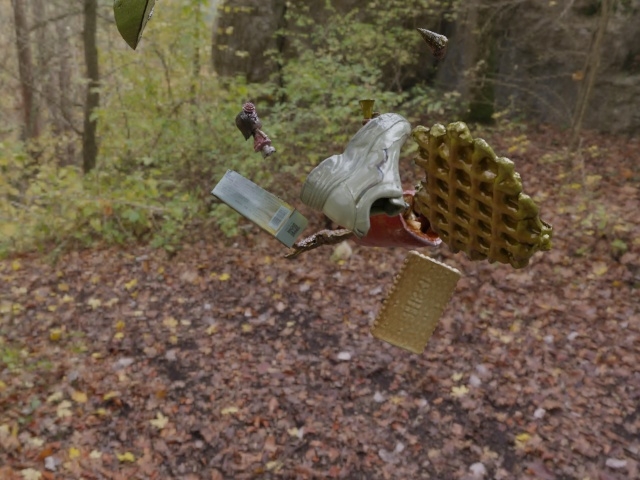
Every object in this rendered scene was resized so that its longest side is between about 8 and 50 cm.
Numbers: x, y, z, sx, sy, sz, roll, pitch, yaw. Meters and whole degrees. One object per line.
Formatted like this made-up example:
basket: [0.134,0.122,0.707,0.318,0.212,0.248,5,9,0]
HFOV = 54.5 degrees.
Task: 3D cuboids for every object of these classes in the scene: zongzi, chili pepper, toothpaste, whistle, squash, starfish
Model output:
zongzi: [0.268,-0.479,1.511,0.083,0.040,0.076,26,-6,10]
chili pepper: [0.229,-0.089,1.978,0.305,0.229,0.251,-1,-32,48]
toothpaste: [-0.156,-0.085,1.522,0.312,0.089,0.071,33,-3,45]
whistle: [0.137,-0.321,1.660,0.057,0.109,0.046,-10,3,-19]
squash: [-0.420,-0.567,1.417,0.085,0.184,0.192,18,60,-15]
starfish: [-0.001,-0.001,1.671,0.240,0.043,0.227,-25,-13,21]

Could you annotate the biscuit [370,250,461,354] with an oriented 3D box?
biscuit: [0.244,0.161,1.603,0.160,0.250,0.030,23,8,-9]

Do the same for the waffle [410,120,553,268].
waffle: [0.231,-0.065,0.979,0.051,0.291,0.291,-42,46,-21]

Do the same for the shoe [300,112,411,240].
shoe: [0.133,-0.145,1.462,0.210,0.132,0.342,42,66,12]

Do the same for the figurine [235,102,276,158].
figurine: [-0.153,-0.253,1.455,0.054,0.129,0.072,-27,-4,-27]
